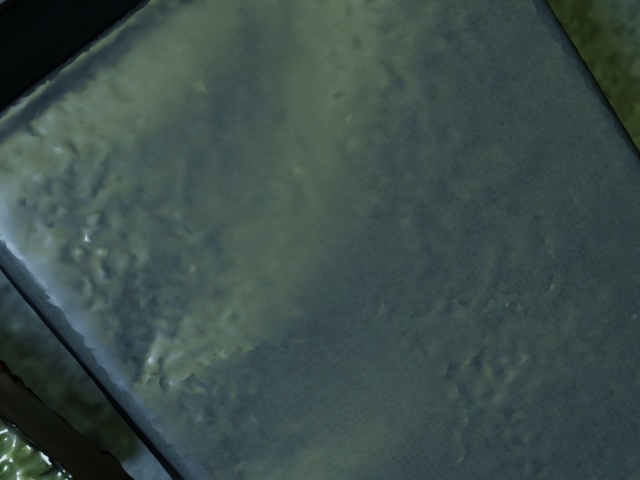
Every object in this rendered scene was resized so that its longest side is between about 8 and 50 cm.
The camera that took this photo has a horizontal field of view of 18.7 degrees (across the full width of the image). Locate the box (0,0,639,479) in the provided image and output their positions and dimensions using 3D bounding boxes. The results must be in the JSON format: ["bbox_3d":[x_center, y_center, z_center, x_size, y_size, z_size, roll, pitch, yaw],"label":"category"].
[{"bbox_3d":[0.001,0.000,0.898,0.251,0.204,0.345,-39,114,-9],"label":"box"}]

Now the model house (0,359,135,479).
[{"bbox_3d":[-0.193,0.132,0.880,0.183,0.166,0.172,44,87,-14],"label":"model house"}]
